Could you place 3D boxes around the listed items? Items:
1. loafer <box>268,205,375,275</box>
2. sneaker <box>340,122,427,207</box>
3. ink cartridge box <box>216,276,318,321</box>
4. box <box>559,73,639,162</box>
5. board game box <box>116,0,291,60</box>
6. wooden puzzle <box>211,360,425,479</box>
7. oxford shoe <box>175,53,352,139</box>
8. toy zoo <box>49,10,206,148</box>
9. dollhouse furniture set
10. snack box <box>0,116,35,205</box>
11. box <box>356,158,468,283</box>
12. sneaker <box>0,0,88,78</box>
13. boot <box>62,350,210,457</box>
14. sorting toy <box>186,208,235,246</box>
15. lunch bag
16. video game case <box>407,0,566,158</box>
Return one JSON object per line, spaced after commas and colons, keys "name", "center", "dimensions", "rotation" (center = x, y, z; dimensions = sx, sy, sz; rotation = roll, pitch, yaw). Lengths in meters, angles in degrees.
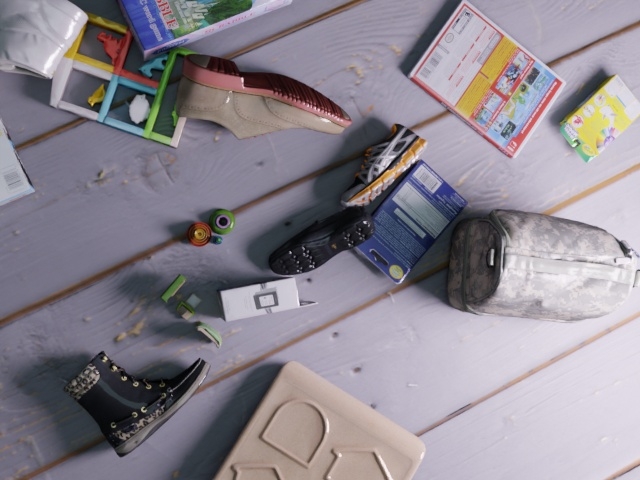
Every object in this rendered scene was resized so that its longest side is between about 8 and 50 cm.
{"name": "loafer", "center": [0.000, 0.000, 1.663], "dimensions": [0.223, 0.078, 0.076], "rotation": [-26, 127, 3]}
{"name": "sneaker", "center": [0.114, -0.146, 1.687], "dimensions": [0.215, 0.084, 0.083], "rotation": [-42, 82, -12]}
{"name": "ink cartridge box", "center": [-0.104, 0.108, 1.621], "dimensions": [0.180, 0.104, 0.060], "rotation": [-10, 90, -12]}
{"name": "box", "center": [0.592, -0.256, 1.797], "dimensions": [0.179, 0.043, 0.105], "rotation": [-42, 97, -11]}
{"name": "board game box", "center": [-0.256, -0.549, 1.604], "dimensions": [0.318, 0.066, 0.319], "rotation": [-26, 91, -14]}
{"name": "wooden puzzle", "center": [-0.016, 0.456, 1.616], "dimensions": [0.322, 0.080, 0.348], "rotation": [32, 74, 4]}
{"name": "oxford shoe", "center": [-0.112, -0.254, 1.636], "dimensions": [0.348, 0.123, 0.130], "rotation": [15, 116, -17]}
{"name": "toy zoo", "center": [-0.386, -0.312, 1.609], "dimensions": [0.293, 0.030, 0.192], "rotation": [19, 85, -10]}
{"name": "dollhouse furniture set", "center": [-0.230, 0.135, 1.610], "dimensions": [0.151, 0.076, 0.058], "rotation": [42, 83, -7]}
{"name": "snack box", "center": [-0.678, -0.201, 1.534], "dimensions": [0.187, 0.060, 0.322], "rotation": [-24, 94, -11]}
{"name": "box", "center": [0.177, -0.037, 1.713], "dimensions": [0.136, 0.036, 0.225], "rotation": [42, 82, -7]}
{"name": "sneaker", "center": [-0.592, -0.403, 1.523], "dimensions": [0.292, 0.108, 0.169], "rotation": [26, 84, -1]}
{"name": "boot", "center": [-0.343, 0.265, 1.582], "dimensions": [0.236, 0.085, 0.178], "rotation": [-43, 95, -8]}
{"name": "sorting toy", "center": [-0.208, -0.020, 1.633], "dimensions": [0.102, 0.042, 0.061], "rotation": [-31, 95, -10]}
{"name": "lunch bag", "center": [0.430, 0.054, 1.650], "dimensions": [0.305, 0.256, 0.213], "rotation": [7, 88, -11]}
{"name": "video game case", "center": [0.348, -0.335, 1.758], "dimensions": [0.285, 0.025, 0.204], "rotation": [36, 82, -8]}
